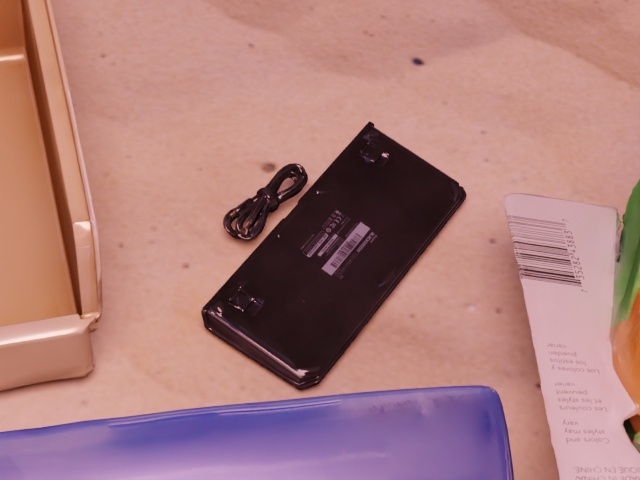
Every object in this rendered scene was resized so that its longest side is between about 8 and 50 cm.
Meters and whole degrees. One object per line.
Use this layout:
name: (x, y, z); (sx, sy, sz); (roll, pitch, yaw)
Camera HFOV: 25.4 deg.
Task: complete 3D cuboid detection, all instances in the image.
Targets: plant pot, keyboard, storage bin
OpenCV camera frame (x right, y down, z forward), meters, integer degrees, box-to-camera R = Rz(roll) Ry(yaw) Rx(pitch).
plant pot: (-0.038, 0.205, 0.579); (0.235, 0.236, 0.212); (-6, 62, -11)
keyboard: (0.000, 0.000, 0.852); (0.108, 0.023, 0.180); (34, 57, 10)
storage bin: (-0.270, -0.039, 0.787); (0.262, 0.123, 0.260); (-9, 56, -13)

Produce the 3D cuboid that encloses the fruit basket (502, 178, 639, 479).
fruit basket: (0.268, 0.106, 0.696); (0.327, 0.165, 0.353); (1, 47, -6)
